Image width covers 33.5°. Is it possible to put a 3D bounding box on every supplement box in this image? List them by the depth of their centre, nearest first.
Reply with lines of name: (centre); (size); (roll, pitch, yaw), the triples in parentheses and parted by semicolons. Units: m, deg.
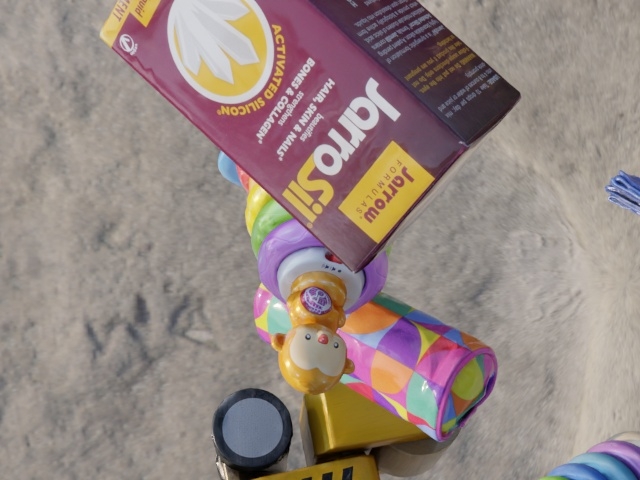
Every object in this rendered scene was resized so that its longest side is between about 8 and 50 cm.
supplement box: (-0.007, -0.090, 0.548); (0.188, 0.081, 0.104); (43, 128, 5)

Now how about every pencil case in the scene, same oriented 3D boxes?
pencil case: (0.046, 0.095, 0.983); (0.236, 0.104, 0.104); (26, 95, 35)

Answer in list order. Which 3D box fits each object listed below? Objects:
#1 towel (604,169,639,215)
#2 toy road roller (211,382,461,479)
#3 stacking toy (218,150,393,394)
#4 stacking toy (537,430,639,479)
towel: (0.540, -0.027, 1.302); (0.243, 0.336, 0.040); (38, 122, 48)
toy road roller: (0.022, 0.302, 1.287); (0.330, 0.202, 0.240); (-10, 67, -9)
stacking toy: (0.000, 0.000, 0.873); (0.175, 0.301, 0.165); (22, 132, -15)
stacking toy: (0.258, 0.309, 1.172); (0.141, 0.330, 0.141); (13, 106, 54)
